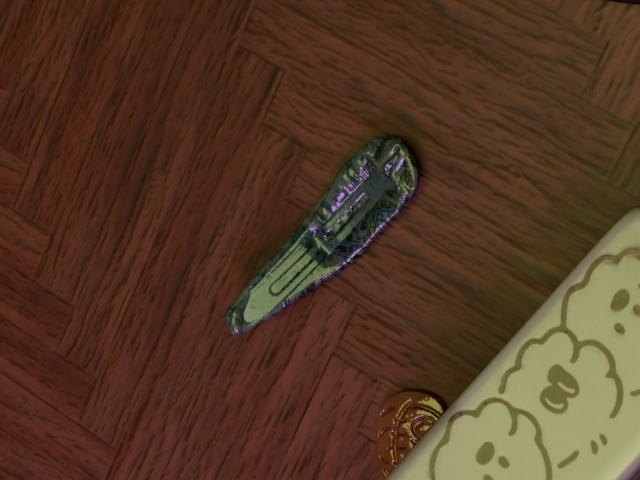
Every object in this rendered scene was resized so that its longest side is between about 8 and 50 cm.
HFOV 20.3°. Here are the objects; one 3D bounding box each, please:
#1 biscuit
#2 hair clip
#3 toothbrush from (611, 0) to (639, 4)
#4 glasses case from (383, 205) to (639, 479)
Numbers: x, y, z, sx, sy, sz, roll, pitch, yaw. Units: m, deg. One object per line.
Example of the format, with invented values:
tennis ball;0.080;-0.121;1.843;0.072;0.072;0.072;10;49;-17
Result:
biscuit;0.084;0.173;1.527;0.078;0.015;0.091;-1;96;26
hair clip;0.001;-0.001;1.532;0.066;0.036;0.229;47;107;8
toothbrush;0.266;-0.201;1.375;0.364;0.041;0.041;6;99;25
glasses case;0.192;0.138;1.393;0.144;0.076;0.336;43;99;17
